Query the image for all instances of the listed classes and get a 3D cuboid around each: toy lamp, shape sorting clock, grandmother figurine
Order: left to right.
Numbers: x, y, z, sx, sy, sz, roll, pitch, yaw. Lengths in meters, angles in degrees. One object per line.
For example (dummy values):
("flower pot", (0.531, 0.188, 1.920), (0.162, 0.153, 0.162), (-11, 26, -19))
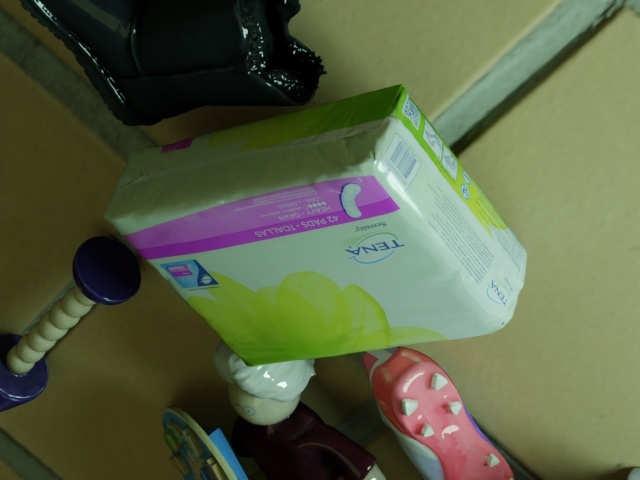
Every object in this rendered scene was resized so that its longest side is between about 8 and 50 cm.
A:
("toy lamp", (-0.272, 0.094, 1.919), (0.080, 0.080, 0.274), (41, 136, -7))
("shape sorting clock", (-0.102, 0.256, 1.920), (0.206, 0.040, 0.206), (47, 155, 30))
("grandmother figurine", (-0.015, 0.225, 1.862), (0.207, 0.104, 0.342), (1, 127, 33))

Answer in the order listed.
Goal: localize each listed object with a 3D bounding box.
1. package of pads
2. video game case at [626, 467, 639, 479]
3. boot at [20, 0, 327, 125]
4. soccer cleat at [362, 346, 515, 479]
("package of pads", (0.000, 0.000, 1.635), (0.296, 0.101, 0.229), (-11, 135, 36))
("video game case", (0.395, 0.288, 1.733), (0.212, 0.023, 0.193), (1, 127, 30))
("boot", (-0.128, -0.200, 1.575), (0.207, 0.094, 0.246), (-7, 129, 38))
("soccer cleat", (0.113, 0.192, 1.792), (0.095, 0.083, 0.248), (41, 164, 54))
